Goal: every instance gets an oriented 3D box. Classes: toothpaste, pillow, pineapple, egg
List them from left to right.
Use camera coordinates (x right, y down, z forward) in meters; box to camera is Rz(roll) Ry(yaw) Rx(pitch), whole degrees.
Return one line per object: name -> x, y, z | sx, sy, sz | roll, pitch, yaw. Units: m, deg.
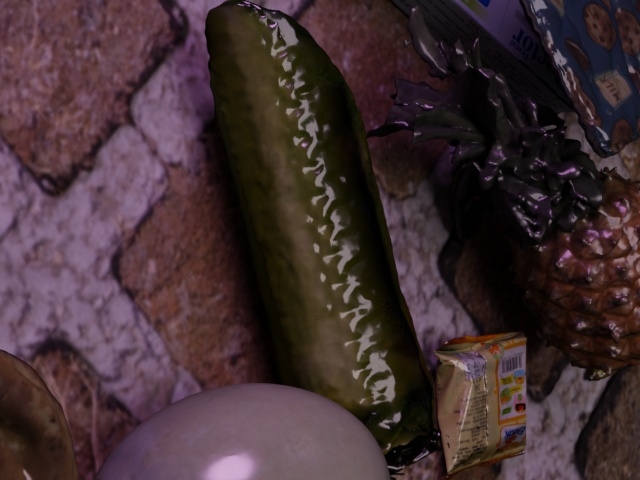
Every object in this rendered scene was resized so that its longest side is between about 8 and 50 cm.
egg -> -0.046, 0.187, 1.376 | 0.217, 0.183, 0.183 | -19, 102, -28
toothpaste -> 0.101, -0.219, 1.626 | 0.336, 0.067, 0.081 | 37, 63, -38
pineapple -> 0.167, -0.045, 1.621 | 0.364, 0.165, 0.165 | 45, 59, -31
pillow -> 0.244, -0.178, 1.627 | 0.255, 0.034, 0.189 | -26, 95, -53

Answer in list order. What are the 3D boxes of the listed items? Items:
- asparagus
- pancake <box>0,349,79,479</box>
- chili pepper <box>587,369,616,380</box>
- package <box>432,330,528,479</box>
asparagus -> 0.000, 0.000, 1.489 | 0.128, 0.108, 0.382 | -23, 103, -42
pancake -> -0.270, 0.180, 1.242 | 0.294, 0.049, 0.295 | -7, 100, -43
chili pepper -> 0.302, 0.050, 1.828 | 0.049, 0.043, 0.208 | 50, 56, -46
package -> 0.136, 0.134, 1.668 | 0.108, 0.031, 0.121 | -10, 100, -44
